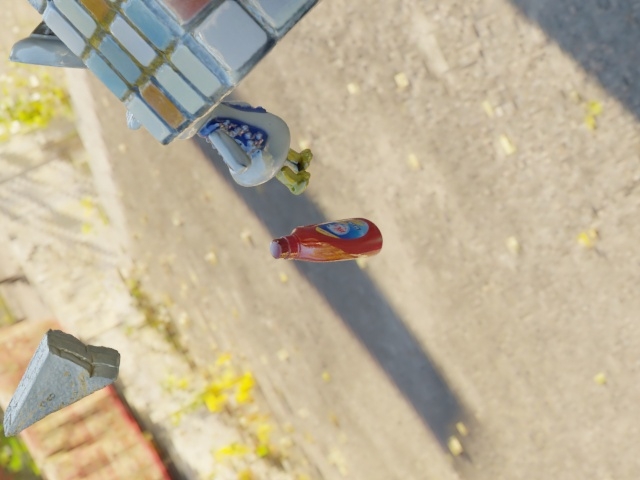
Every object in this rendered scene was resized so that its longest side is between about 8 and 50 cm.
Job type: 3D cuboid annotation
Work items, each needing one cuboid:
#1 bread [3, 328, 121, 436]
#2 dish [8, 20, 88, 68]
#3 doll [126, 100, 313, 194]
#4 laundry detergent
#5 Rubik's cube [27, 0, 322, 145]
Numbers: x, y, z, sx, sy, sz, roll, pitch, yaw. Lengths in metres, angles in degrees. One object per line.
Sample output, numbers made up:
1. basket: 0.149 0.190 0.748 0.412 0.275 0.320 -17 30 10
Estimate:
1. bread: -0.348 0.204 1.840 0.152 0.105 0.077 -59 19 19
2. dish: -0.353 -0.277 1.875 0.141 0.141 0.078 -159 73 -63
3. doll: -0.137 -0.152 1.741 0.119 0.293 0.138 -45 28 35
4. laundry detergent: 0.000 0.000 1.912 0.097 0.165 0.049 31 120 50
5. Rubik's cube: -0.124 -0.284 1.325 0.253 0.259 0.256 45 160 -9
